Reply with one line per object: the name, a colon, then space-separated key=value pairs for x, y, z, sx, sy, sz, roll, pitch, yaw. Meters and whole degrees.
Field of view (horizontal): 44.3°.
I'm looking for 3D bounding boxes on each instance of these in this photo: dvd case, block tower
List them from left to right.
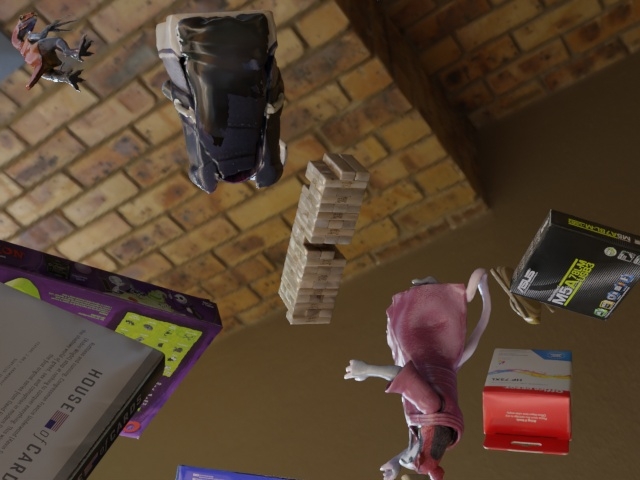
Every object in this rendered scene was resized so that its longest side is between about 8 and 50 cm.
dvd case: x=-0.255 y=0.101 z=0.537 sx=0.239 sy=0.029 sz=0.179 roll=21 pitch=-135 yaw=12
block tower: x=0.000 y=0.000 z=1.530 sx=0.097 sy=0.091 sz=0.335 roll=-127 pitch=-136 yaw=-54

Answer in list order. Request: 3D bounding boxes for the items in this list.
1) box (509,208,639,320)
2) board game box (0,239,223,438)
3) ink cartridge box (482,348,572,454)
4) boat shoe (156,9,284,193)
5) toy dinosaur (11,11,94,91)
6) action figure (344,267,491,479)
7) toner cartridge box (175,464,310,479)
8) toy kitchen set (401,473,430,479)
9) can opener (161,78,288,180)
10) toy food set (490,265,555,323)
box: x=0.447 y=0.047 z=1.357 sx=0.190 sy=0.184 sz=0.045 roll=107 pitch=-1 yaw=-47
board game box: x=-0.303 y=0.105 z=0.828 sx=0.208 sy=0.347 sz=0.056 roll=-54 pitch=-143 yaw=21
ink cartridge box: x=0.339 y=0.255 z=1.276 sx=0.134 sy=0.077 sz=0.231 roll=-1 pitch=-165 yaw=18
boat shoe: x=-0.102 y=-0.142 z=0.795 sx=0.127 sy=0.158 sz=0.340 roll=-4 pitch=-167 yaw=-5
toy dinosaur: x=-0.197 y=-0.137 z=0.550 sx=0.082 sy=0.090 sz=0.047 roll=21 pitch=-71 yaw=21
action figure: x=0.201 y=0.262 z=1.377 sx=0.276 sy=0.248 sz=0.370 roll=-14 pitch=-140 yaw=11
toner cartridge box: x=-0.065 y=0.434 z=1.165 sx=0.348 sy=0.075 sz=0.165 roll=-1 pitch=-109 yaw=28
toy kitchen set: x=0.103 y=0.344 z=0.876 sx=0.166 sy=0.207 sz=0.122 roll=-31 pitch=-120 yaw=25
can opener: x=-0.172 y=-0.199 z=1.318 sx=0.283 sy=0.095 sz=0.076 roll=40 pitch=-57 yaw=17
toy food set: x=0.382 y=0.107 z=1.529 sx=0.038 sy=0.192 sz=0.132 roll=-43 pitch=-112 yaw=24
